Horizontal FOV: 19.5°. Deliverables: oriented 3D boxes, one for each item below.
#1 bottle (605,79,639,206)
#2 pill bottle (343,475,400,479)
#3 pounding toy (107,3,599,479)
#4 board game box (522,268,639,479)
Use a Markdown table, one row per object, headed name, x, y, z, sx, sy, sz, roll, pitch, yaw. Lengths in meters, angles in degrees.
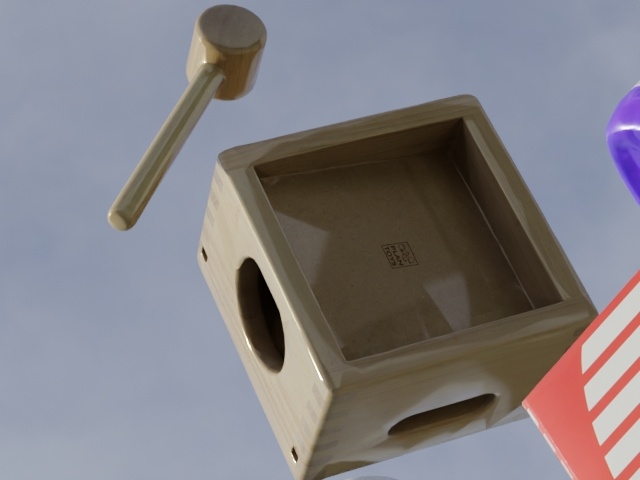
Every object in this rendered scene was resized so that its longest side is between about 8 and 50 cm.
| name | x | y | z | sx | sy | sz | roll | pitch | yaw |
| --- | --- | --- | --- | --- | --- | --- | --- | --- | --- |
| bottle | 0.312 | -0.125 | 1.257 | 0.283 | 0.092 | 0.118 | -46 | -64 | -23 |
| pill bottle | 0.030 | 0.213 | 1.028 | 0.087 | 0.160 | 0.087 | -2 | -44 | -2 |
| pounding toy | -0.011 | -0.002 | 0.834 | 0.181 | 0.206 | 0.094 | -14 | -31 | -21 |
| board game box | 0.139 | 0.009 | 0.360 | 0.045 | 0.147 | 0.193 | 33 | -77 | -28 |
